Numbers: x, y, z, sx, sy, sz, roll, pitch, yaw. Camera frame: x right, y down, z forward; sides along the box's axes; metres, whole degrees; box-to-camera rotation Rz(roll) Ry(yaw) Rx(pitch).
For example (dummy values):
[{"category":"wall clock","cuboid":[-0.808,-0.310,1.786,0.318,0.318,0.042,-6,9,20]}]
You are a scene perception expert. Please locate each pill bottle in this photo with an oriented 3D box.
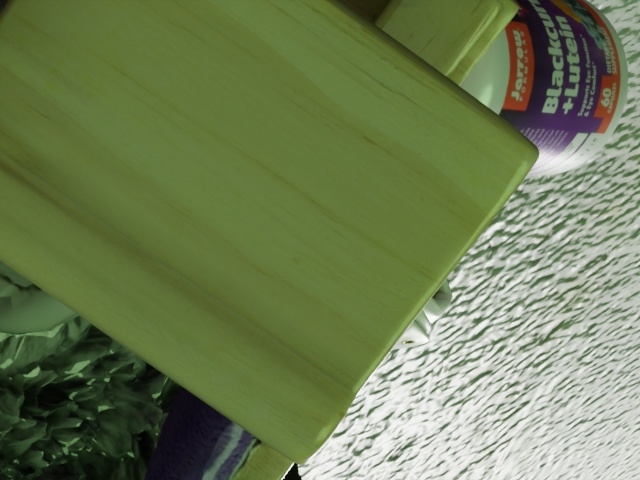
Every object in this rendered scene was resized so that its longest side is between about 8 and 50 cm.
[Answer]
[{"category":"pill bottle","cuboid":[0.074,-0.090,0.974,0.193,0.108,0.108,-2,129,-52]}]

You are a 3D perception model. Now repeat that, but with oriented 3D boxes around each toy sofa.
[{"category":"toy sofa","cuboid":[-0.033,-0.042,0.677,0.177,0.150,0.362,-52,-175,15]}]

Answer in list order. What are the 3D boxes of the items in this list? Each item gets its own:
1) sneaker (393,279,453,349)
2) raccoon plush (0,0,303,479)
[{"category":"sneaker","cuboid":[-0.012,0.059,0.984,0.169,0.108,0.292,-2,145,4]},{"category":"raccoon plush","cuboid":[-0.218,0.085,0.829,0.446,0.299,0.216,-26,-178,35]}]
